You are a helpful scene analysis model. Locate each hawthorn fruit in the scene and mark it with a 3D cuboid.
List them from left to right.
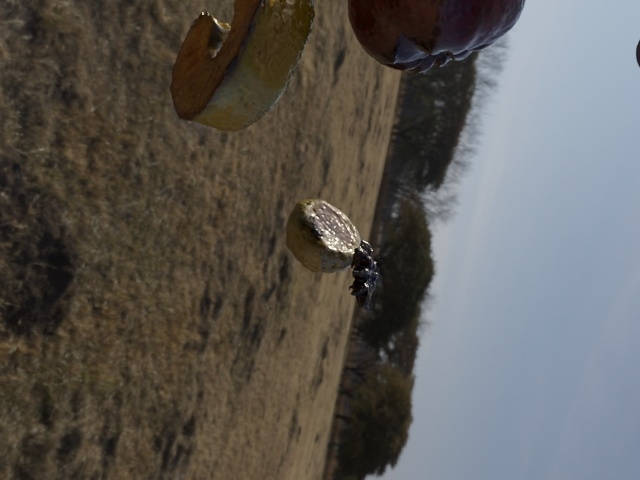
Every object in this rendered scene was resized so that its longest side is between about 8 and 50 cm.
[{"bbox_3d":[0.229,-0.575,1.319,0.403,0.402,0.403,12,90,-84],"label":"hawthorn fruit"}]

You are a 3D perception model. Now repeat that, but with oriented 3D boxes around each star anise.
[{"bbox_3d":[0.115,0.093,1.596,0.234,0.073,0.178,53,39,-81],"label":"star anise"}]

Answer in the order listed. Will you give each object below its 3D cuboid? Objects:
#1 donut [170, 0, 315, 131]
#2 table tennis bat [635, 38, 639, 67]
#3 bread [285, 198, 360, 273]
[{"bbox_3d":[-0.177,-0.407,1.349,0.435,0.163,0.378,-20,-126,50],"label":"donut"},{"bbox_3d":[0.912,-0.536,1.613,0.019,0.130,0.221,-69,149,-42],"label":"table tennis bat"},{"bbox_3d":[0.000,0.000,1.748,0.134,0.244,0.245,-49,-166,37],"label":"bread"}]
